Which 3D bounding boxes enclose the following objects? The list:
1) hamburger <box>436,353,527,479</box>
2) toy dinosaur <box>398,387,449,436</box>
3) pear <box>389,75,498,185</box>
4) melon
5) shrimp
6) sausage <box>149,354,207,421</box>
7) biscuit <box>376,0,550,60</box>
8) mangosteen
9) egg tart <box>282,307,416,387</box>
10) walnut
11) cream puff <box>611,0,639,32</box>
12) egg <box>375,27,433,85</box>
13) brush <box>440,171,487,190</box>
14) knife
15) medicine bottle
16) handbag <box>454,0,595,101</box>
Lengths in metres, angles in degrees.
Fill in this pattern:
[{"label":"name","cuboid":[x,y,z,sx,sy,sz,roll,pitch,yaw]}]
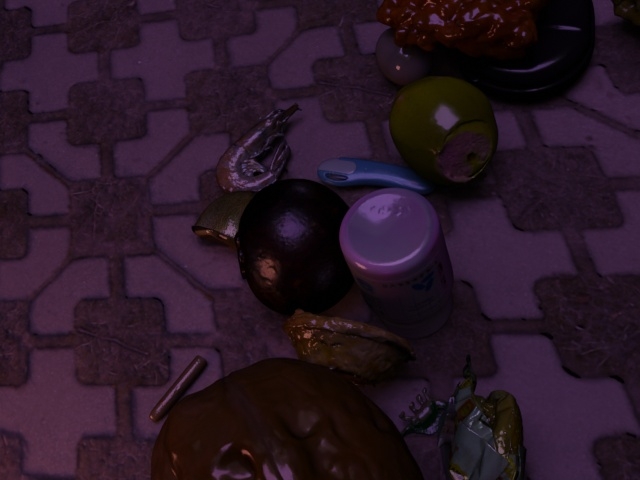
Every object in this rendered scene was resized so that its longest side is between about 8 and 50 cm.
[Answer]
[{"label":"hamburger","cuboid":[0.224,0.275,1.186,0.125,0.214,0.235,6,55,7]},{"label":"toy dinosaur","cuboid":[0.153,0.275,1.315,0.060,0.029,0.119,39,78,15]},{"label":"pear","cuboid":[0.209,-0.198,1.494,0.188,0.187,0.219,-28,33,-1]},{"label":"melon","cuboid":[-0.157,-0.045,1.568,0.160,0.079,0.128,15,71,26]},{"label":"shrimp","cuboid":[-0.105,-0.171,1.652,0.126,0.047,0.223,39,82,25]},{"label":"sausage","cuboid":[-0.239,0.249,1.448,0.024,0.024,0.132,29,71,29]},{"label":"biscuit","cuboid":[0.270,-0.472,1.571,0.318,0.110,0.312,10,62,21]},{"label":"mangosteen","cuboid":[0.000,0.000,1.424,0.289,0.231,0.231,-16,53,-19]},{"label":"egg tart","cuboid":[0.038,0.169,1.314,0.213,0.212,0.090,9,77,22]},{"label":"walnut","cuboid":[-0.042,0.351,1.153,0.354,0.308,0.398,-36,59,-8]},{"label":"cream puff","cuboid":[0.670,-0.437,1.451,0.274,0.323,0.270,-43,80,1]},{"label":"egg","cuboid":[0.158,-0.353,1.649,0.103,0.103,0.135,-29,50,-2]},{"label":"brush","cuboid":[0.253,-0.105,1.524,0.084,0.013,0.016,-14,55,7]},{"label":"knife","cuboid":[0.100,-0.114,1.565,0.222,0.031,0.064,10,59,18]},{"label":"medicine bottle","cuboid":[0.126,0.043,1.325,0.152,0.254,0.151,-8,57,12]},{"label":"handbag","cuboid":[0.380,-0.395,1.614,0.254,0.093,0.307,0,60,16]}]
